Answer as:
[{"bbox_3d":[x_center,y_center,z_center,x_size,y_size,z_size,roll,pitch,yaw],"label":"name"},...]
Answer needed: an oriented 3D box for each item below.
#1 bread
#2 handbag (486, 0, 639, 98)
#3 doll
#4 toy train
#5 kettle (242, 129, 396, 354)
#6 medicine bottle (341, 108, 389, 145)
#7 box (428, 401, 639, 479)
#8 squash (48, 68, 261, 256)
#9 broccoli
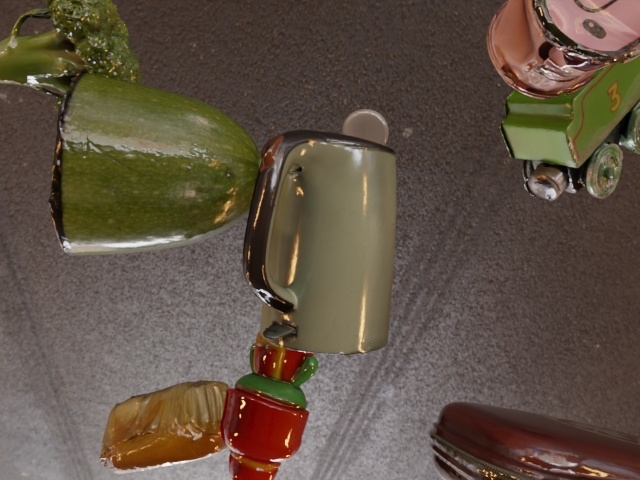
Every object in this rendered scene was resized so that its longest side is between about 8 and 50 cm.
[{"bbox_3d":[-0.375,0.468,1.213,0.389,0.183,0.236,-30,145,31],"label":"bread"},{"bbox_3d":[0.342,-0.296,0.664,0.179,0.205,0.116,52,169,5],"label":"handbag"},{"bbox_3d":[-0.114,0.357,1.005,0.183,0.362,0.160,7,170,33],"label":"doll"},{"bbox_3d":[0.486,-0.230,0.913,0.307,0.173,0.248,-45,125,-12],"label":"toy train"},{"bbox_3d":[0.000,0.000,0.598,0.165,0.240,0.254,10,97,35],"label":"kettle"},{"bbox_3d":[0.109,-0.255,1.176,0.107,0.191,0.106,2,102,7],"label":"medicine bottle"},{"bbox_3d":[0.345,0.295,0.630,0.405,0.108,0.263,14,171,-12],"label":"box"},{"bbox_3d":[-0.251,-0.110,0.850,0.309,0.310,0.310,6,133,-13],"label":"squash"},{"bbox_3d":[-0.506,-0.357,1.006,0.303,0.186,0.254,-15,137,19],"label":"broccoli"}]
